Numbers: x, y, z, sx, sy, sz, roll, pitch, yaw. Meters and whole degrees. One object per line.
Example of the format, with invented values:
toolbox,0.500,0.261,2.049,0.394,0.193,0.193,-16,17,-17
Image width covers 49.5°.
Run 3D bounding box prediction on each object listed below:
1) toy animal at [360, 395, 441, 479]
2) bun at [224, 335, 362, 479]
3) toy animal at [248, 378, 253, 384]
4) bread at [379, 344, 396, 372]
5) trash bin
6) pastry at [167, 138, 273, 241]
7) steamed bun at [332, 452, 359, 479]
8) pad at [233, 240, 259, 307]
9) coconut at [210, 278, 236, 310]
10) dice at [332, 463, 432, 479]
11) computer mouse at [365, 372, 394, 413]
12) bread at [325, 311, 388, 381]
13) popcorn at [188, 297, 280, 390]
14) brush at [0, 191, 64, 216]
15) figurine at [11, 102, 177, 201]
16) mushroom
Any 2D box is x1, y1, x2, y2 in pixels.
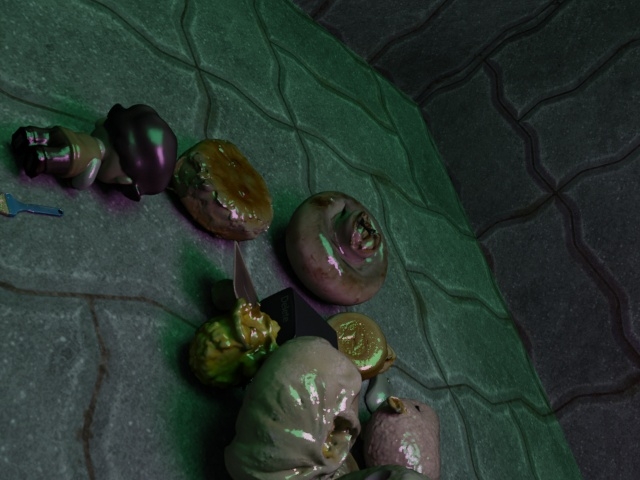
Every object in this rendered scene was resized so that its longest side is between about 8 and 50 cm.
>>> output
toy animal,0.210,0.560,1.835,0.226,0.188,0.358,35,33,-17
bun,-0.027,0.380,1.455,0.365,0.219,0.365,-47,145,-48
toy animal,-0.117,0.370,1.658,0.220,0.062,0.108,45,10,-19
bread,0.157,0.338,2.097,0.122,0.073,0.149,47,23,28
trash bin,-0.049,0.255,1.808,0.225,0.115,0.165,43,29,-40
pastry,-0.259,-0.132,1.883,0.330,0.136,0.329,41,28,-28
steamed bun,0.041,0.559,1.641,0.212,0.110,0.231,43,31,-25
pad,-0.178,0.140,1.706,0.266,0.002,0.176,76,6,-46
coconut,-0.228,0.132,1.703,0.082,0.083,0.081,26,-1,-15
dice,0.097,0.657,1.361,0.318,0.330,0.322,-29,89,-56
computer mouse,0.186,0.450,2.070,0.089,0.056,0.181,54,25,-15
bread,0.093,0.304,1.978,0.214,0.104,0.213,6,51,-8
popcorn,-0.184,0.235,1.532,0.169,0.189,0.218,60,25,14
brush,-0.586,-0.066,1.396,0.164,0.014,0.051,10,53,-57
figurine,-0.491,-0.181,1.563,0.365,0.206,0.218,-19,52,-38
mushroom,0.076,0.013,2.088,0.362,0.295,0.362,26,49,-35
